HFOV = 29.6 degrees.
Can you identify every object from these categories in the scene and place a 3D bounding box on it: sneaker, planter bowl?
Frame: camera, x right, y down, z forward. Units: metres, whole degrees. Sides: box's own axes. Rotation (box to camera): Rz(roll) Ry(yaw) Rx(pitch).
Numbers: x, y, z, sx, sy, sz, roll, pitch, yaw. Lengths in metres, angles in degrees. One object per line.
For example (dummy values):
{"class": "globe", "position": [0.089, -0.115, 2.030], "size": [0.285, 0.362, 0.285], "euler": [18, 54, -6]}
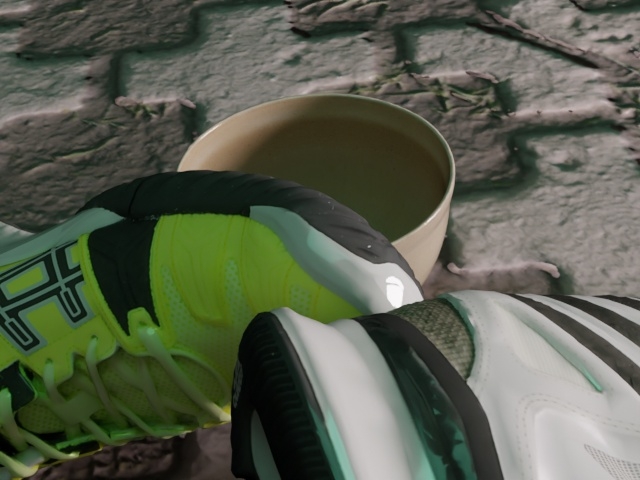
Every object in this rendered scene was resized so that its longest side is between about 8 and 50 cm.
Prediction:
{"class": "sneaker", "position": [0.148, 0.195, 0.402], "size": [0.257, 0.169, 0.447], "euler": [-10, 59, -18]}
{"class": "planter bowl", "position": [0.000, 0.000, 0.730], "size": [0.162, 0.109, 0.162], "euler": [-3, 41, 3]}
{"class": "sneaker", "position": [-0.122, 0.066, 0.624], "size": [0.385, 0.145, 0.147], "euler": [-8, 44, 33]}
